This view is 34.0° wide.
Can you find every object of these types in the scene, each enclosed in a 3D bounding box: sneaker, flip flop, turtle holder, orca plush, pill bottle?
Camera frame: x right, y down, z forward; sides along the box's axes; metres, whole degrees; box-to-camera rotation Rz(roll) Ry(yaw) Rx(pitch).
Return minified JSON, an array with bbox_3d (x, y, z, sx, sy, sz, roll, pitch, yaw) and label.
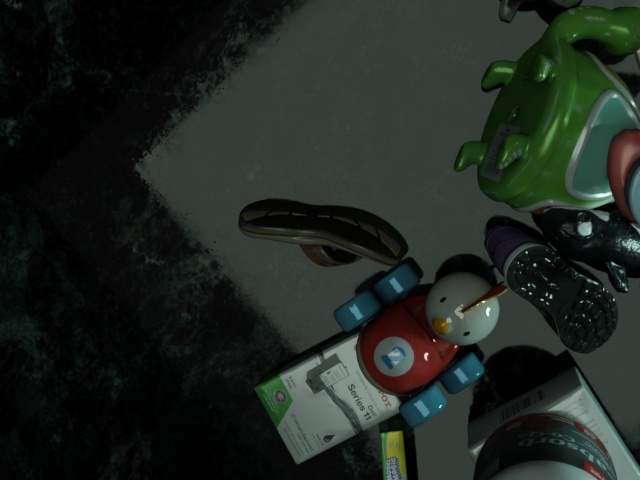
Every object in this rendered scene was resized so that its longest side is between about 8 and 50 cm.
[{"bbox_3d":[0.362,0.065,1.640,0.107,0.124,0.283,-44,124,6],"label":"sneaker"},{"bbox_3d":[0.000,0.000,1.716,0.277,0.112,0.080,8,122,6],"label":"flip flop"},{"bbox_3d":[0.369,-0.187,1.589,0.227,0.243,0.320,20,67,-14],"label":"turtle holder"},{"bbox_3d":[0.438,0.040,1.574,0.151,0.287,0.102,-16,59,34],"label":"orca plush"},{"bbox_3d":[0.304,0.376,1.408,0.210,0.363,0.210,1,97,11],"label":"pill bottle"}]

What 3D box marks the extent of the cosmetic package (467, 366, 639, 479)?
[{"bbox_3d":[0.421,0.422,1.656,0.217,0.156,0.385,-31,91,11],"label":"cosmetic package"}]

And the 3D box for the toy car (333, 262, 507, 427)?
[{"bbox_3d":[0.185,0.125,1.598,0.219,0.210,0.238,55,137,5],"label":"toy car"}]

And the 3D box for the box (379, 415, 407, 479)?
[{"bbox_3d":[0.123,0.388,1.722,0.043,0.105,0.179,-7,94,3],"label":"box"}]

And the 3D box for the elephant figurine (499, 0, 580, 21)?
[{"bbox_3d":[0.373,-0.428,1.553,0.239,0.186,0.169,19,79,36],"label":"elephant figurine"}]

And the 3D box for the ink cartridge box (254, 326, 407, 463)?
[{"bbox_3d":[0.021,0.252,1.736,0.208,0.087,0.153,-29,91,9],"label":"ink cartridge box"}]

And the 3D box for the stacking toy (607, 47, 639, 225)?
[{"bbox_3d":[0.558,-0.134,1.413,0.309,0.130,0.279,-3,102,1],"label":"stacking toy"}]
